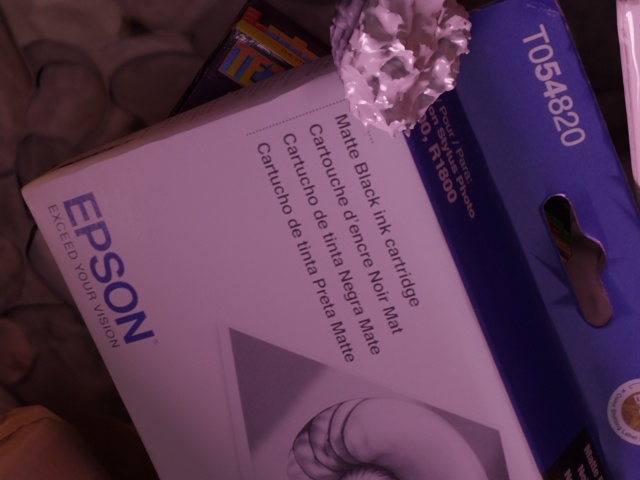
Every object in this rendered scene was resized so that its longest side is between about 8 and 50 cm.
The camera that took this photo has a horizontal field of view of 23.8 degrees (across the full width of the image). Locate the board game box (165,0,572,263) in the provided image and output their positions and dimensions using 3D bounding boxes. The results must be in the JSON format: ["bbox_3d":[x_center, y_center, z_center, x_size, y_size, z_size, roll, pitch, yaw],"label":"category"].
[{"bbox_3d":[0.000,0.000,0.662,0.170,0.048,0.141,34,114,-8],"label":"board game box"}]

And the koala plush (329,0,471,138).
[{"bbox_3d":[0.026,-0.158,0.475,0.203,0.196,0.221,-10,154,-15],"label":"koala plush"}]

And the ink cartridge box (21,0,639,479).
[{"bbox_3d":[0.023,0.038,0.605,0.224,0.045,0.223,-19,104,21],"label":"ink cartridge box"}]

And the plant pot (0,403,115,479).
[{"bbox_3d":[-0.139,0.257,0.688,0.334,0.334,0.305,-28,97,21],"label":"plant pot"}]

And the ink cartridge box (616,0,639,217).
[{"bbox_3d":[0.272,-0.031,0.592,0.296,0.066,0.261,-4,138,12],"label":"ink cartridge box"}]
